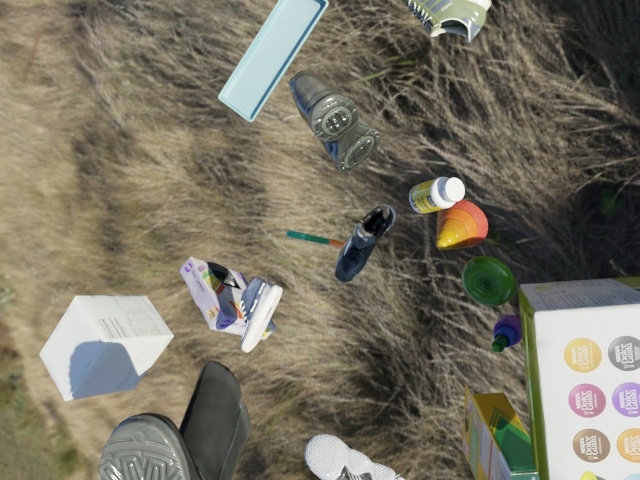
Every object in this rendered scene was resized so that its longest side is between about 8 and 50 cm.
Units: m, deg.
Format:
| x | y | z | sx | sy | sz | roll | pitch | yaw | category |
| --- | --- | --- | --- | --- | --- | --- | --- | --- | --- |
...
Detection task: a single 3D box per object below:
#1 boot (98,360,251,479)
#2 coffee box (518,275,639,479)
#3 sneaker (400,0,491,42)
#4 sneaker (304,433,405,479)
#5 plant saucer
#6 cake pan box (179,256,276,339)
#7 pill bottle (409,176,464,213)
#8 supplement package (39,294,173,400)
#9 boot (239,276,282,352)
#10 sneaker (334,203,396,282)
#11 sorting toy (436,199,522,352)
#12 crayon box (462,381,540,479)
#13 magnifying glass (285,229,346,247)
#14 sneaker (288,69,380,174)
| x | y | z | sx | sy | sz | roll | pitch | yaw | category |
| --- | --- | --- | --- | --- | --- | --- | --- | --- | --- |
| -0.245 | 0.372 | 1.157 | 0.146 | 0.445 | 0.367 | 2 | 111 | 8 | boot |
| 0.519 | 0.244 | 0.988 | 0.334 | 0.338 | 0.338 | -5 | 92 | 14 | coffee box |
| 0.202 | -0.413 | 1.074 | 0.192 | 0.086 | 0.064 | 18 | -179 | 7 | sneaker |
| 0.129 | 0.679 | 1.648 | 0.365 | 0.137 | 0.210 | 28 | 159 | 27 | sneaker |
| -0.065 | -0.259 | 0.825 | 0.067 | 0.018 | 0.192 | 38 | 100 | 16 | plant saucer |
| -0.286 | 0.178 | 1.834 | 0.070 | 0.245 | 0.267 | -47 | 53 | 12 | cake pan box |
| 0.240 | -0.095 | 1.224 | 0.116 | 0.065 | 0.065 | -15 | 102 | 63 | pill bottle |
| -0.502 | 0.246 | 1.407 | 0.149 | 0.203 | 0.194 | 46 | 108 | 26 | supplement package |
| -0.177 | 0.190 | 1.544 | 0.086 | 0.190 | 0.069 | 21 | 158 | 16 | boot |
| 0.104 | 0.002 | 1.511 | 0.078 | 0.234 | 0.106 | 36 | -177 | 15 | sneaker |
| 0.344 | 0.095 | 1.332 | 0.127 | 0.126 | 0.366 | -19 | 102 | 43 | sorting toy |
| 0.400 | 0.486 | 1.329 | 0.323 | 0.083 | 0.203 | -99 | 6 | -70 | crayon box |
| 0.000 | 0.000 | 1.847 | 0.092 | 0.230 | 0.026 | 15 | 94 | 64 | magnifying glass |
| 0.027 | -0.226 | 1.124 | 0.130 | 0.109 | 0.286 | 53 | -178 | 24 | sneaker |
